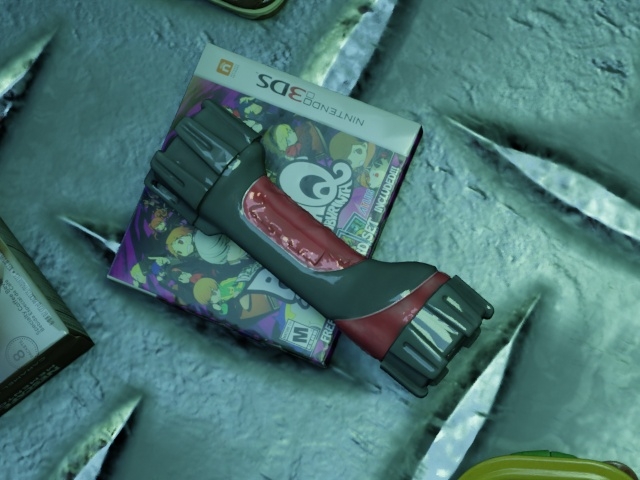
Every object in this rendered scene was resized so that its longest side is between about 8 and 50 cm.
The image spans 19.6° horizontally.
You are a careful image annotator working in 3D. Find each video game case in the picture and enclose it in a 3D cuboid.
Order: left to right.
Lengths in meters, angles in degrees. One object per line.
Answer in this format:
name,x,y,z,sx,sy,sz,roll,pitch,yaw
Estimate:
video game case,-0.048,-0.032,1.635,0.210,0.042,0.232,22,84,9

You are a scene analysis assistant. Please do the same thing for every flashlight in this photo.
flashlight,0.000,0.000,1.555,0.304,0.103,0.103,41,59,8

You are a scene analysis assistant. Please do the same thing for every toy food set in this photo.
toy food set,0.212,0.233,1.558,0.218,0.071,0.128,4,105,8

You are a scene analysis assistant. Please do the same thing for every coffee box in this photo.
coffee box,-0.333,0.033,1.625,0.141,0.098,0.246,-37,79,-1

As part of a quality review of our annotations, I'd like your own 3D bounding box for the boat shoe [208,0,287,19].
boat shoe,-0.147,-0.281,1.659,0.257,0.095,0.095,18,83,9
